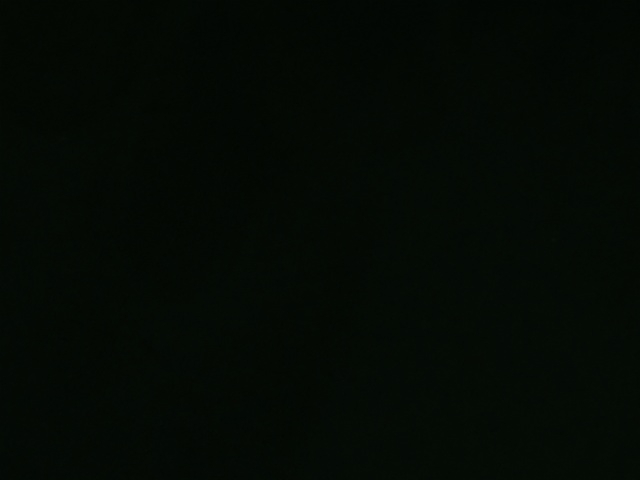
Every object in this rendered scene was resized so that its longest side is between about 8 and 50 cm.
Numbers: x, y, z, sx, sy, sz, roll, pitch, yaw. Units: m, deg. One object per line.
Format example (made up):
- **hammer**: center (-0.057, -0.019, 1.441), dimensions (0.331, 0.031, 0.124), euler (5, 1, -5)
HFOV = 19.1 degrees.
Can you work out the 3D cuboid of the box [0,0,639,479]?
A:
- **box**: center (0.035, 0.057, 0.926), dimensions (0.480, 0.297, 0.472), euler (17, 174, 23)
